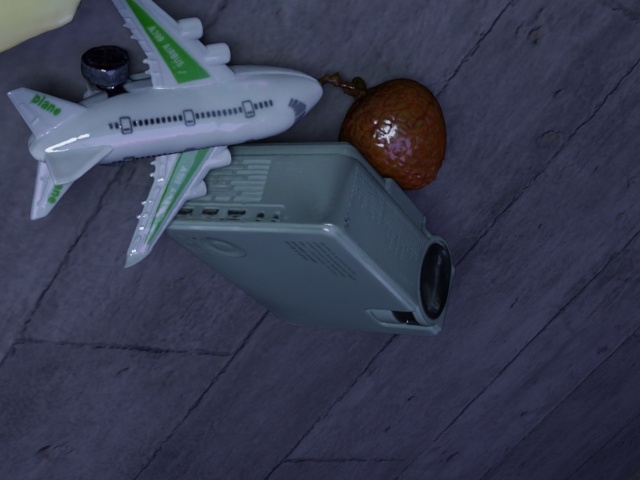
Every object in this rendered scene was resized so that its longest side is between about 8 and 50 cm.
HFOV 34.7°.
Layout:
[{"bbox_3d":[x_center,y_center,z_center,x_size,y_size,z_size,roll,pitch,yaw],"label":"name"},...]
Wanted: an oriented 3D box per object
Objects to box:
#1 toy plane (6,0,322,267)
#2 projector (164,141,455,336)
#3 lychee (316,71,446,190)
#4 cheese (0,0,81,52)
[{"bbox_3d":[-0.118,-0.103,0.817,0.255,0.101,0.251,-19,135,-25],"label":"toy plane"},{"bbox_3d":[0.000,0.000,0.962,0.192,0.099,0.256,3,157,31],"label":"projector"},{"bbox_3d":[0.059,-0.105,0.931,0.101,0.114,0.140,0,131,32],"label":"lychee"},{"bbox_3d":[-0.264,-0.184,0.481,0.242,0.265,0.124,-18,145,-15],"label":"cheese"}]
